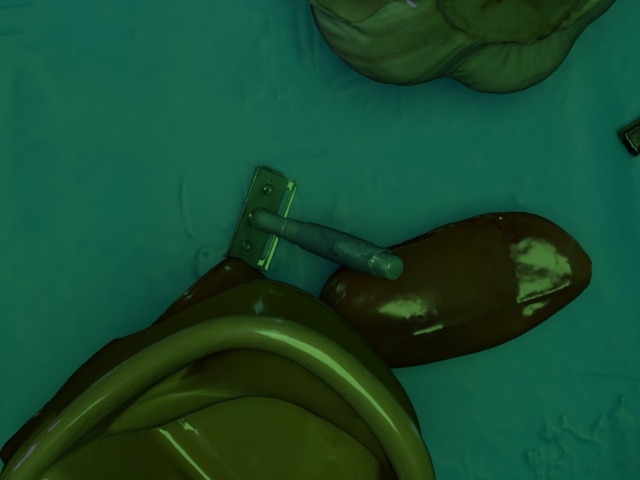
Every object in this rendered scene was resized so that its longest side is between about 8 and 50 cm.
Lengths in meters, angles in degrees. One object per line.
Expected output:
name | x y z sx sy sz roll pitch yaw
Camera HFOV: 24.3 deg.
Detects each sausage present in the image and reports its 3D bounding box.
sausage | 0.081 0.032 0.946 0.179 0.089 0.089 -14 92 -7

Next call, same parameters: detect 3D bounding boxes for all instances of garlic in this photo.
garlic | 0.108 -0.174 0.918 0.229 0.178 0.143 -31 138 6

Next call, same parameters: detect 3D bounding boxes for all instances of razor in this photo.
razor | 0.000 0.000 0.915 0.040 0.135 0.068 18 91 -43

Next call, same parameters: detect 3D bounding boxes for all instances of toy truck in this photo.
toy truck | -0.063 0.144 0.852 0.288 0.211 0.204 -41 95 14

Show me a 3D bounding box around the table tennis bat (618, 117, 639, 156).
table tennis bat | 0.267 -0.107 0.985 0.158 0.014 0.095 -34 95 -5
